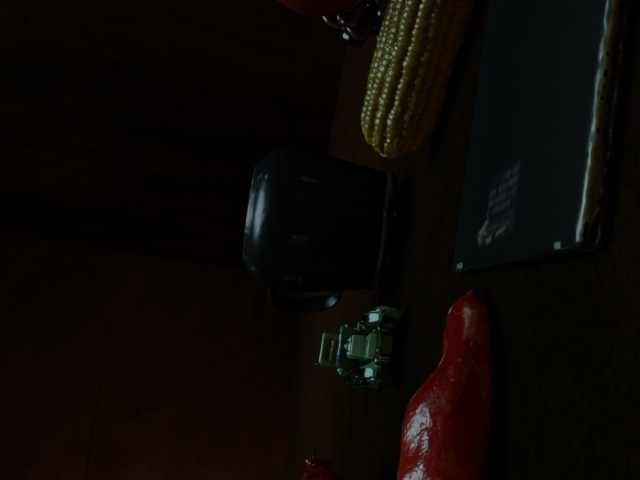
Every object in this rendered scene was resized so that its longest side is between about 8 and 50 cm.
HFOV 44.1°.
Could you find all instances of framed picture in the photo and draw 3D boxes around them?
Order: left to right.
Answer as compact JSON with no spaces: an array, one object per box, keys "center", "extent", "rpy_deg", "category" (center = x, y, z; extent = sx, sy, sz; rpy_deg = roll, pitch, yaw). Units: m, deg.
[{"center":[0.132,-0.151,0.472],"extent":[0.255,0.014,0.338],"rpy_deg":[123,157,-84],"category":"framed picture"}]

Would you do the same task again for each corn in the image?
[{"center":[0.089,-0.174,0.722],"extent":[0.080,0.080,0.238],"rpy_deg":[-85,7,-47],"category":"corn"}]

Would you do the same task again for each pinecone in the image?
[{"center":[0.064,-0.322,0.941],"extent":[0.195,0.150,0.179],"rpy_deg":[-158,73,-77],"category":"pinecone"}]

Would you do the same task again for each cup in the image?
[{"center":[0.000,0.000,0.945],"extent":[0.169,0.177,0.223],"rpy_deg":[-89,5,-52],"category":"cup"}]

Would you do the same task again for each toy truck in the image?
[{"center":[0.038,0.114,0.836],"extent":[0.154,0.078,0.080],"rpy_deg":[113,164,-76],"category":"toy truck"}]

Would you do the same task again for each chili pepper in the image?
[{"center":[0.073,0.106,0.456],"extent":[0.059,0.050,0.191],"rpy_deg":[76,-156,-52],"category":"chili pepper"}]

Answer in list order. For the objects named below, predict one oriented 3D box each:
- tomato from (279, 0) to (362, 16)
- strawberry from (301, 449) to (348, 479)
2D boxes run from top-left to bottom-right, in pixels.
[{"center":[0.019,-0.360,0.707],"extent":[0.298,0.226,0.298],"rpy_deg":[-45,0,0],"category":"tomato"},{"center":[0.008,0.302,0.704],"extent":[0.228,0.098,0.174],"rpy_deg":[-80,1,-75],"category":"strawberry"}]
